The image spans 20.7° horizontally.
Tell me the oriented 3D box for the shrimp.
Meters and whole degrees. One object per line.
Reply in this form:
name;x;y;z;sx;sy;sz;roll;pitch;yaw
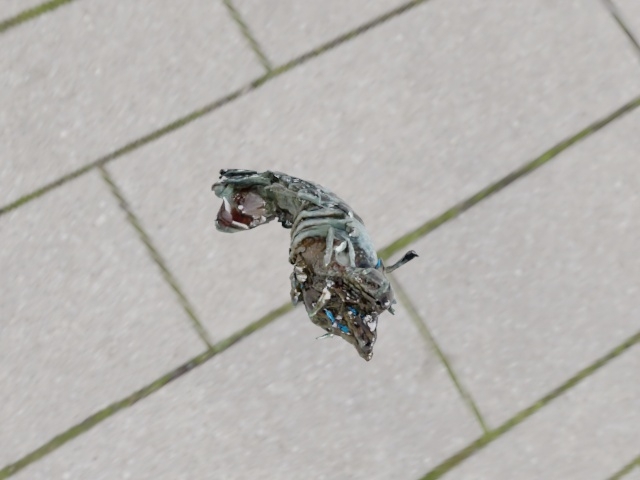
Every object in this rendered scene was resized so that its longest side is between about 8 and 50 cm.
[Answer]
shrimp;0.004;-0.002;0.945;0.076;0.174;0.082;-21;126;-18
